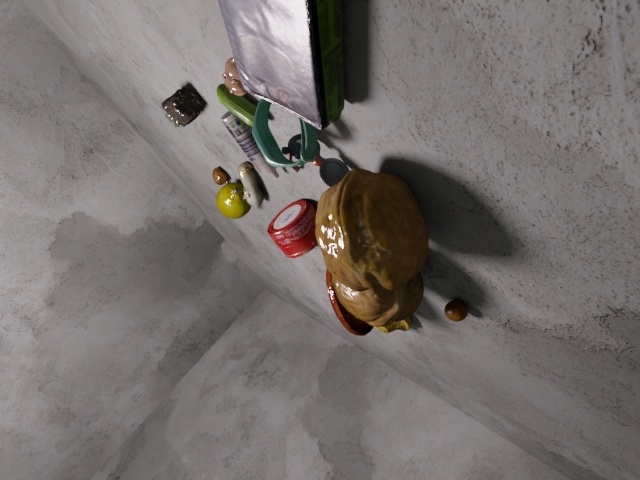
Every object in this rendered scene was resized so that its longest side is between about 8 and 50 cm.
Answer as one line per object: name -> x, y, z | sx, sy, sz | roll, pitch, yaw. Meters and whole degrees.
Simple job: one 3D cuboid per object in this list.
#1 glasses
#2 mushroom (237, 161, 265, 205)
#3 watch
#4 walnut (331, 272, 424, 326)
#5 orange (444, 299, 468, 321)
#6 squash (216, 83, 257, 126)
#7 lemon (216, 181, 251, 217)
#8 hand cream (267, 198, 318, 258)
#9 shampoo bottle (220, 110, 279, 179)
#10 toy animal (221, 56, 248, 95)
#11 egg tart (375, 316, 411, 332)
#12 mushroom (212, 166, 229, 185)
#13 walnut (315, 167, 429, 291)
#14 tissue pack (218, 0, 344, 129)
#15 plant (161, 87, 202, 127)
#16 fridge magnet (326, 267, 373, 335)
glasses -> -0.023, -0.209, 1.343 | 0.234, 0.118, 0.268 | 39, 161, 5
mushroom -> -0.324, -0.253, 1.890 | 0.099, 0.096, 0.278 | -7, 149, 2
watch -> -0.101, -0.316, 1.170 | 0.195, 0.068, 0.237 | -31, 81, 34
walnut -> 0.196, 0.144, 1.386 | 0.333, 0.333, 0.333 | 37, 161, 15
orange -> 0.476, 0.247, 1.417 | 0.085, 0.085, 0.085 | 37, 161, 15
squash -> -0.268, -0.452, 1.363 | 0.219, 0.077, 0.068 | 38, 120, 7
lemon -> -0.440, -0.209, 2.079 | 0.184, 0.184, 0.248 | 44, 150, -6
hand cream -> -0.096, -0.051, 1.668 | 0.230, 0.230, 0.149 | 12, 145, 56
shampoo bottle -> -0.246, -0.351, 1.514 | 0.092, 0.092, 0.303 | 18, 151, 51
toy animal -> -0.250, -0.499, 1.232 | 0.083, 0.089, 0.150 | 62, 167, 11
egg tart -> 0.281, 0.341, 1.931 | 0.341, 0.129, 0.341 | 35, 161, 14
mushroom -> -0.524, -0.326, 2.150 | 0.088, 0.073, 0.129 | -3, 143, 22
walnut -> 0.137, -0.033, 1.125 | 0.306, 0.306, 0.344 | -4, 104, 65
tissue pack -> -0.084, -0.466, 0.886 | 0.288, 0.124, 0.394 | 35, 160, 21
plant -> -0.570, -0.549, 1.667 | 0.132, 0.129, 0.194 | 53, 155, -22
fridge magnet -> 0.142, 0.210, 1.673 | 0.155, 0.364, 0.363 | -22, 121, 27
